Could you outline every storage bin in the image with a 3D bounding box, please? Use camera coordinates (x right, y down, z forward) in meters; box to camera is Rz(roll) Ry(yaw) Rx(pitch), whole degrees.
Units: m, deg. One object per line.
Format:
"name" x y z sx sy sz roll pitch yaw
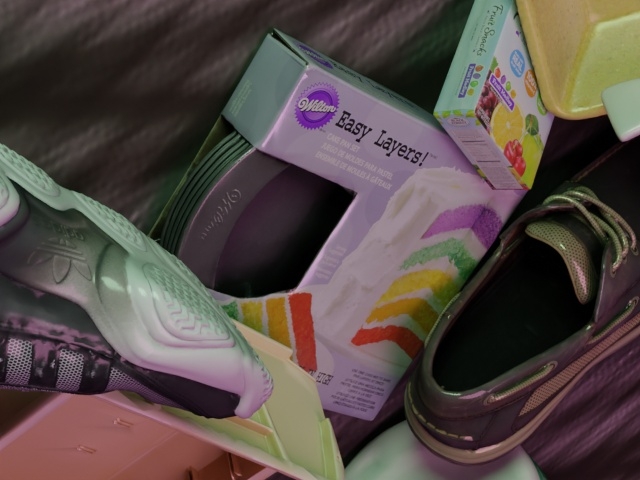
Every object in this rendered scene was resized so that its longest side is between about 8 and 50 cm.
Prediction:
"storage bin" -0.162 0.156 0.861 0.262 0.123 0.260 -37 136 22

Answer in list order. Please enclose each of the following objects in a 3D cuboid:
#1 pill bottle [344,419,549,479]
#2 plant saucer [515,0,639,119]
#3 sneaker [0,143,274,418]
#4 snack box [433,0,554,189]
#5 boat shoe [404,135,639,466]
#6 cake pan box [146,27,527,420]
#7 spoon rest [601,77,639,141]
"pill bottle" 0.167 0.328 1.193 0.204 0.204 0.361 -41 134 -2
"plant saucer" 0.275 -0.272 0.846 0.333 0.081 0.333 -14 124 13
"sneaker" -0.152 0.048 0.577 0.268 0.101 0.153 35 98 -38
"snack box" 0.139 -0.122 0.934 0.100 0.037 0.141 46 57 -44
"boat shoe" 0.206 0.029 1.014 0.355 0.132 0.130 -49 161 -15
"cake pan box" 0.000 0.000 0.955 0.267 0.070 0.245 23 103 -41
"spoon rest" 0.303 -0.021 0.953 0.084 0.137 0.276 -27 130 18
